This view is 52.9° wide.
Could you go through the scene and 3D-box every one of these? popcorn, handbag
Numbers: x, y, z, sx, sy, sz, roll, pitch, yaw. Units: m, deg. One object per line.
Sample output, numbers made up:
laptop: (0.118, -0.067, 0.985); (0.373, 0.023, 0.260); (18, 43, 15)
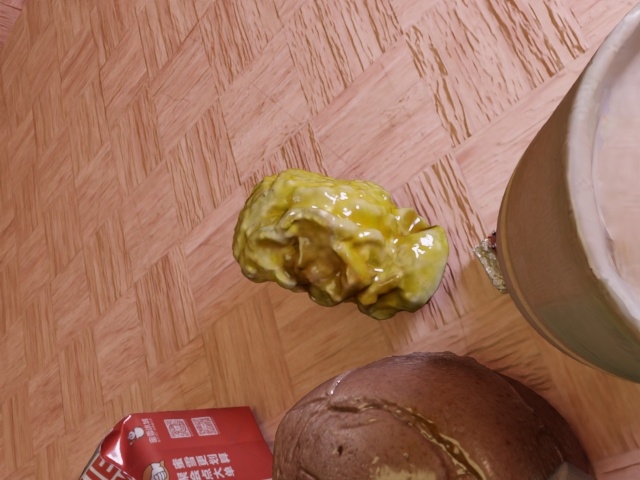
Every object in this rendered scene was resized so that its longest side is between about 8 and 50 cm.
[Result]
popcorn: (0.000, 0.000, 0.825); (0.286, 0.225, 0.174); (22, 103, 47)
handbag: (-0.222, 0.355, 0.941); (0.171, 0.298, 0.151); (-56, 50, 25)

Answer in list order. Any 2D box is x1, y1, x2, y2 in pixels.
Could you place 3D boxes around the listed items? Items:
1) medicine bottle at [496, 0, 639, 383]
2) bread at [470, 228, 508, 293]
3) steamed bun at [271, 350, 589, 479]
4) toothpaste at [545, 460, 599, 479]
medicine bottle: (0.257, -0.008, 0.485); (0.235, 0.406, 0.236); (-1, 83, 9)
bread: (0.219, 0.014, 0.733); (0.083, 0.035, 0.070); (-41, 58, 31)
steamed bun: (0.112, 0.211, 0.679); (0.301, 0.251, 0.199); (-9, 67, 41)
toothpaste: (0.302, 0.267, 0.503); (0.282, 0.068, 0.099); (32, 142, 3)
